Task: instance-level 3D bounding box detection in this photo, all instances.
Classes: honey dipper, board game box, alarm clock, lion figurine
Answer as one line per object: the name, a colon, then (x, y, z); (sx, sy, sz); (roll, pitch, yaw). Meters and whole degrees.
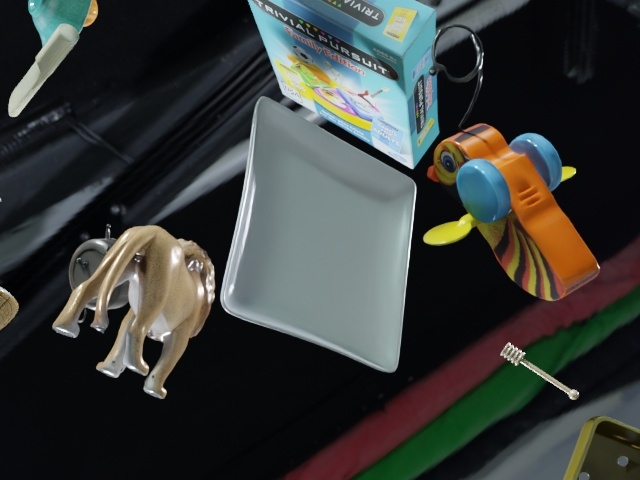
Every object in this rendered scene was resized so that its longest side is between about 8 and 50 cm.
honey dipper: (0.417, 0.249, 1.634); (0.030, 0.160, 0.030); (-50, -18, -23)
board game box: (0.037, -0.254, 1.210); (0.079, 0.254, 0.336); (-55, -18, -10)
alarm clock: (-0.408, 0.076, 1.576); (0.192, 0.129, 0.064); (-55, -23, 23)
lion figurine: (-0.224, 0.067, 1.171); (0.392, 0.142, 0.240); (113, -179, -71)

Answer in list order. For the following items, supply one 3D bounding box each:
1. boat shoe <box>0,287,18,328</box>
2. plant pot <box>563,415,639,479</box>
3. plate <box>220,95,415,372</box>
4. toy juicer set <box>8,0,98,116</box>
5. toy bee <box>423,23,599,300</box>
boat shoe: (-0.562, 0.071, 1.276); (0.098, 0.096, 0.277); (-50, -25, 0)
plant pot: (0.427, 0.365, 1.200); (0.187, 0.212, 0.212); (37, -106, -85)
plate: (0.000, 0.000, 1.070); (0.277, 0.278, 0.045); (25, -29, -35)
toy juicer set: (-0.335, -0.338, 1.194); (0.089, 0.209, 0.329); (16, -106, -38)
toy bee: (0.197, -0.072, 0.978); (0.195, 0.298, 0.162); (-4, -10, -18)
